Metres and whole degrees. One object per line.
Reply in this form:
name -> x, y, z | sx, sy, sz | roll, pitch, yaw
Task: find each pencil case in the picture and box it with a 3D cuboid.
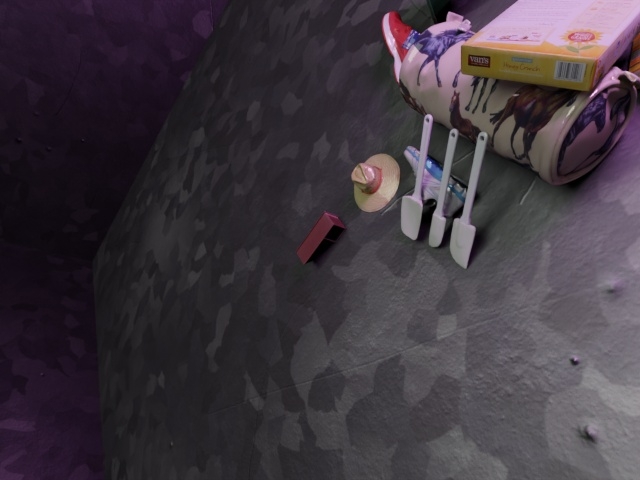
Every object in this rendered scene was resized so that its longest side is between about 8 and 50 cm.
pencil case -> 0.295, -0.245, 0.748 | 0.410, 0.159, 0.184 | 52, 140, 47

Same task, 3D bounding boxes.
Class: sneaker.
sneaker -> 0.218, -0.434, 1.000 | 0.128, 0.087, 0.221 | -23, 70, 33
sneaker -> 0.207, -0.113, 0.877 | 0.083, 0.071, 0.191 | -58, 40, 24

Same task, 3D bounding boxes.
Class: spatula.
spatula -> 0.210, -0.087, 0.797 | 0.168, 0.019, 0.242 | 40, 139, 47

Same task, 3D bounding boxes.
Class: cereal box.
cereal box -> 0.330, -0.289, 0.627 | 0.173, 0.047, 0.240 | 26, 55, 37

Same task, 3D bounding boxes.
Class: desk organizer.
desk organizer -> 0.000, 0.000, 1.088 | 0.130, 0.047, 0.050 | -54, 44, 20

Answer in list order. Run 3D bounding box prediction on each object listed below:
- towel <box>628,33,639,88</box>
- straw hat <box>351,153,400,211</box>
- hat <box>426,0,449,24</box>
towel -> 0.486, -0.339, 0.643 | 0.102, 0.021, 0.237 | 151, 133, -77
straw hat -> 0.103, -0.139, 1.013 | 0.144, 0.061, 0.145 | -23, 58, 42
hat -> 0.291, -0.561, 0.914 | 0.183, 0.208, 0.173 | -17, 105, 21
